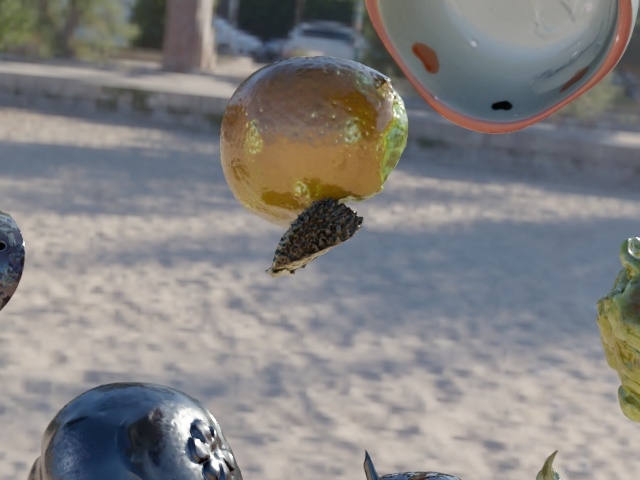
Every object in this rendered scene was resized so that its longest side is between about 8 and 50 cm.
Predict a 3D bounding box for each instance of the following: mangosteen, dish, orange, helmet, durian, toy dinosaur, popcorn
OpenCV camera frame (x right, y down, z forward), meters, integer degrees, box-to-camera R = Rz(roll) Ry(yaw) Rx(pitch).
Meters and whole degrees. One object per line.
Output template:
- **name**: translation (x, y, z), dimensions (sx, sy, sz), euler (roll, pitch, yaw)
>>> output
- **mangosteen**: translation (-0.226, 0.304, 1.654), dimensions (0.287, 0.288, 0.233), euler (11, 33, 35)
- **dish**: translation (0.178, -0.238, 1.337), dimensions (0.256, 0.256, 0.117), euler (9, 27, 24)
- **orange**: translation (-0.025, -0.108, 1.555), dimensions (0.158, 0.179, 0.237), euler (11, -10, -29)
- **helmet**: translation (-0.440, 0.027, 1.705), dimensions (0.107, 0.153, 0.177), euler (22, -18, -34)
- **durian**: translation (-0.007, -0.007, 1.462), dimensions (0.130, 0.052, 0.066), euler (-32, -5, -35)
- **toy dinosaur**: translation (0.223, 0.237, 1.382), dimensions (0.026, 0.041, 0.113), euler (-12, -27, -5)
- **popcorn**: translation (0.482, 0.115, 1.933), dimensions (0.235, 0.242, 0.250), euler (7, -30, -39)

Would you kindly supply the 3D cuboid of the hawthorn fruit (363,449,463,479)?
- **hawthorn fruit**: translation (0.088, 0.375, 1.592), dimensions (0.267, 0.301, 0.268), euler (-24, 6, 3)
